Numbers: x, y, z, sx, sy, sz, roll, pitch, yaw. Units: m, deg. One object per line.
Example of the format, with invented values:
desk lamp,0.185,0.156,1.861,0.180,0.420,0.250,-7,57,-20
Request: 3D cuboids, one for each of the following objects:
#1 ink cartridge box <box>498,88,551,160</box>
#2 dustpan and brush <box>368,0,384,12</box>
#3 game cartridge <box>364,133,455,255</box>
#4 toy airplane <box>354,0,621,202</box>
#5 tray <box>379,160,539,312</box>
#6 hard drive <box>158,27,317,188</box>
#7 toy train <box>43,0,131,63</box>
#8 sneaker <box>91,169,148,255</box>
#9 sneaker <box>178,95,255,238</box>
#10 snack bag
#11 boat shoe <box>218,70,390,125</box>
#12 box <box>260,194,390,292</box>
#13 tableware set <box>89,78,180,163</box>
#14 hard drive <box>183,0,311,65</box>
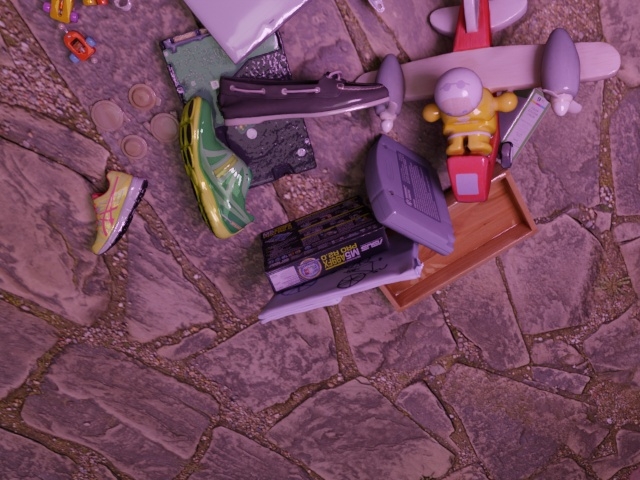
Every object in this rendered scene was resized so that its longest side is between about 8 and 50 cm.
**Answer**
ink cartridge box,0.456,-0.300,1.085,0.062,0.109,0.209,21,109,-19
dustpan and brush,0.057,-0.540,0.922,0.147,0.060,0.211,-39,116,8
game cartridge,0.187,-0.111,1.028,0.196,0.294,0.060,29,127,-22
toy airplane,0.294,-0.313,0.924,0.384,0.272,0.386,47,119,10
tray,0.319,-0.001,1.204,0.411,0.076,0.203,-32,117,12
hard drive,-0.164,-0.283,1.001,0.237,0.064,0.339,-19,118,-2
toy train,-0.440,-0.427,0.893,0.166,0.046,0.125,-41,117,13
sneaker,-0.468,-0.065,1.046,0.094,0.081,0.208,28,101,-14
sneaker,-0.212,-0.152,0.977,0.123,0.109,0.295,-23,118,-25
snack bag,0.062,0.067,1.029,0.343,0.323,0.037,-18,101,16
boat shoe,-0.038,-0.285,0.901,0.335,0.112,0.095,-5,111,10
box,0.000,0.000,1.081,0.270,0.216,0.060,-21,115,-1
tableware set,-0.388,-0.251,0.998,0.169,0.020,0.141,-27,115,4
hard drive,-0.182,-0.513,0.859,0.203,0.040,0.307,-40,104,3
